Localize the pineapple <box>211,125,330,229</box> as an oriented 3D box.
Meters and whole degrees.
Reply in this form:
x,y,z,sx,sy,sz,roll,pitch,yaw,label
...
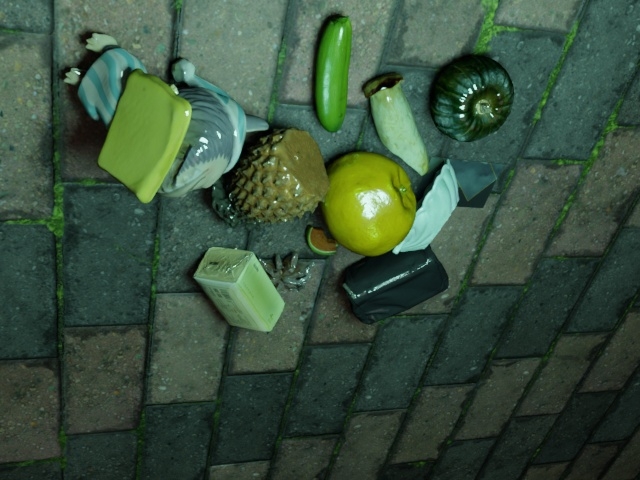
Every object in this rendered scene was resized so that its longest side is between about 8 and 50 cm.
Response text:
x,y,z,sx,sy,sz,roll,pitch,yaw,label
-0.159,-0.125,1.765,0.357,0.222,0.223,-24,138,36,pineapple

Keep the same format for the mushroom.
x,y,z,sx,sy,sz,roll,pitch,yaw,label
0.200,-0.286,1.826,0.107,0.087,0.333,-26,134,2,mushroom

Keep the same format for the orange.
x,y,z,sx,sy,sz,roll,pitch,yaw,label
0.124,-0.098,1.831,0.235,0.279,0.279,-25,134,21,orange

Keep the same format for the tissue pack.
x,y,z,sx,sy,sz,roll,pitch,yaw,label
-0.224,0.136,1.975,0.159,0.125,0.234,5,142,32,tissue pack

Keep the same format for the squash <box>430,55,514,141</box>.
x,y,z,sx,sy,sz,roll,pitch,yaw,label
0.377,-0.351,1.769,0.218,0.172,0.218,-25,145,-19,squash

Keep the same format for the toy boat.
x,y,z,sx,sy,sz,roll,pitch,yaw,label
0.298,-0.080,1.936,0.100,0.199,0.290,35,107,3,toy boat

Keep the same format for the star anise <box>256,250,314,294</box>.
x,y,z,sx,sy,sz,roll,pitch,yaw,label
-0.116,0.106,2.063,0.182,0.065,0.195,4,136,-15,star anise

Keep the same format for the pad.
x,y,z,sx,sy,sz,roll,pitch,yaw,label
0.399,-0.164,2.048,0.243,0.004,0.163,3,128,-20,pad

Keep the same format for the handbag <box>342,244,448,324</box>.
x,y,z,sx,sy,sz,roll,pitch,yaw,label
0.204,0.097,2.090,0.302,0.178,0.275,-26,147,6,handbag

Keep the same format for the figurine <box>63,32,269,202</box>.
x,y,z,sx,sy,sz,roll,pitch,yaw,label
-0.320,-0.264,1.607,0.266,0.361,0.378,-44,162,23,figurine

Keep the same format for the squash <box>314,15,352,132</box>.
x,y,z,sx,sy,sz,roll,pitch,yaw,label
0.028,-0.391,1.679,0.082,0.082,0.292,-7,129,-13,squash

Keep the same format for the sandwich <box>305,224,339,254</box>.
x,y,z,sx,sy,sz,roll,pitch,yaw,label
-0.002,0.000,2.034,0.067,0.029,0.135,-40,129,9,sandwich
